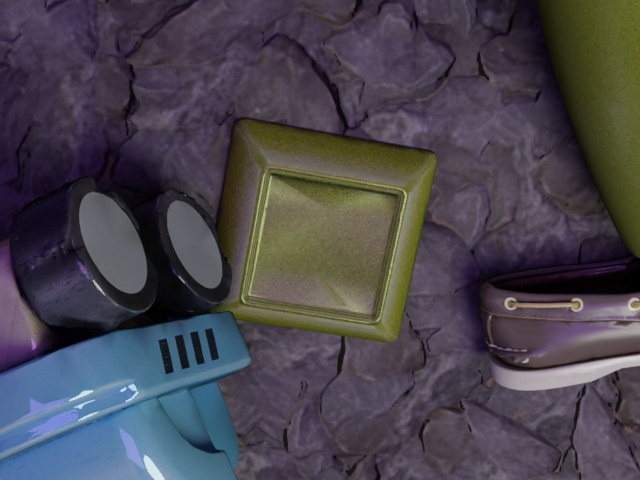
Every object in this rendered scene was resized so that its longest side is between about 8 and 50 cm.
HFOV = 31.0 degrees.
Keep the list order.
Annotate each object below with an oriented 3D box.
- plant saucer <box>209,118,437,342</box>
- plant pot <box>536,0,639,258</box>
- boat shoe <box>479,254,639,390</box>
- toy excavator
[{"bbox_3d":[0.000,0.000,1.040,0.188,0.045,0.188,9,105,-7],"label":"plant saucer"},{"bbox_3d":[0.309,-0.131,0.940,0.274,0.275,0.294,-11,123,-2],"label":"plant pot"},{"bbox_3d":[0.306,0.050,1.047,0.324,0.116,0.097,-12,110,5],"label":"boat shoe"},{"bbox_3d":[-0.130,0.201,0.962,0.222,0.433,0.445,-23,83,18],"label":"toy excavator"}]
